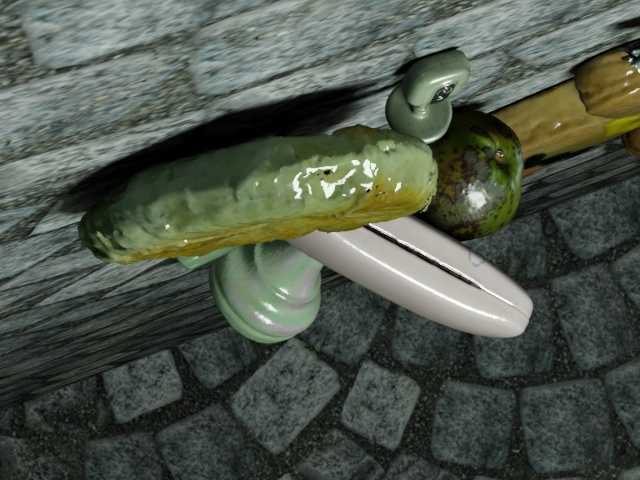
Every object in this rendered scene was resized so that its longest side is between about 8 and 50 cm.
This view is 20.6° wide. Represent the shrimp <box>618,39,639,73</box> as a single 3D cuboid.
[{"bbox_3d":[0.389,-0.200,1.566,0.317,0.062,0.164,-21,173,-40],"label":"shrimp"}]

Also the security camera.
[{"bbox_3d":[0.084,-0.114,1.357,0.058,0.058,0.092,-19,167,-11],"label":"security camera"}]

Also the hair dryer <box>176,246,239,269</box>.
[{"bbox_3d":[-0.097,-0.011,1.831,0.071,0.047,0.150,-23,-179,19],"label":"hair dryer"}]

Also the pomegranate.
[{"bbox_3d":[0.119,-0.072,1.692,0.138,0.163,0.125,-36,148,-44],"label":"pomegranate"}]

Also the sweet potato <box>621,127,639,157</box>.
[{"bbox_3d":[0.453,-0.145,2.465,0.068,0.060,0.206,12,-175,-1],"label":"sweet potato"}]

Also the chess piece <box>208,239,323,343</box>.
[{"bbox_3d":[0.000,0.000,1.975,0.139,0.139,0.272,-15,162,-47],"label":"chess piece"}]

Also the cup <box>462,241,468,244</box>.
[{"bbox_3d":[0.223,-0.046,2.646,0.104,0.074,0.116,-44,180,-22],"label":"cup"}]

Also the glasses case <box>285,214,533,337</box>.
[{"bbox_3d":[0.066,0.012,1.625,0.297,0.075,0.113,27,170,-22],"label":"glasses case"}]

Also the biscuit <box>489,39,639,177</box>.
[{"bbox_3d":[0.279,-0.126,1.853,0.394,0.076,0.368,-22,176,28],"label":"biscuit"}]

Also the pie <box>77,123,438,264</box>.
[{"bbox_3d":[-0.044,-0.036,1.392,0.306,0.071,0.306,-8,177,0],"label":"pie"}]
